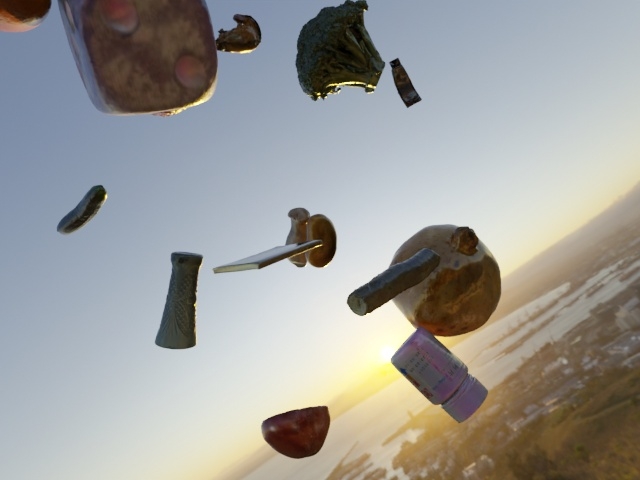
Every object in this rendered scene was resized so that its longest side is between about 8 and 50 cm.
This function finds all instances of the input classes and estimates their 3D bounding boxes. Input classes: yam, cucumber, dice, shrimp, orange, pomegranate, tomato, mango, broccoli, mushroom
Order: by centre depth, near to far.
[{"bbox_3d":[-0.402,-0.046,0.703,0.184,0.033,0.036,-29,-56,34],"label":"cucumber"},{"bbox_3d":[-0.666,-0.530,0.823,0.240,0.241,0.171,54,-129,-71],"label":"orange"},{"bbox_3d":[-0.405,-0.445,0.940,0.271,0.270,0.270,-21,-55,-28],"label":"dice"},{"bbox_3d":[0.189,0.095,1.013,0.318,0.071,0.067,-25,22,-39],"label":"yam"},{"bbox_3d":[0.059,-0.567,1.283,0.303,0.284,0.321,-69,5,-53],"label":"broccoli"},{"bbox_3d":[0.002,0.001,1.317,0.115,0.090,0.177,-12,-72,-45],"label":"mango"},{"bbox_3d":[-0.065,0.616,1.322,0.233,0.139,0.200,9,-41,-40],"label":"tomato"},{"bbox_3d":[-0.308,-0.667,1.349,0.262,0.117,0.066,-23,15,-40],"label":"shrimp"},{"bbox_3d":[0.414,0.113,1.368,0.411,0.409,0.410,-29,-19,-11],"label":"pomegranate"},{"bbox_3d":[-0.075,-0.006,1.411,0.089,0.097,0.212,5,-66,-4],"label":"mushroom"}]

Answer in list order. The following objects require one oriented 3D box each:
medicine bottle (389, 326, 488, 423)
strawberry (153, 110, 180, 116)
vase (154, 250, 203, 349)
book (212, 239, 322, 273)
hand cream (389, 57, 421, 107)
[{"bbox_3d":[0.338,0.384,1.201,0.152,0.255,0.152,-45,-15,-16],"label":"medicine bottle"},{"bbox_3d":[-0.524,-0.551,1.424,0.250,0.289,0.238,59,-134,-62],"label":"strawberry"},{"bbox_3d":[-0.328,0.137,0.984,0.096,0.219,0.096,8,1,0],"label":"vase"},{"bbox_3d":[-0.106,0.033,0.867,0.139,0.016,0.199,-9,7,38],"label":"book"},{"bbox_3d":[0.280,-0.531,1.397,0.062,0.163,0.039,-30,11,-8],"label":"hand cream"}]
